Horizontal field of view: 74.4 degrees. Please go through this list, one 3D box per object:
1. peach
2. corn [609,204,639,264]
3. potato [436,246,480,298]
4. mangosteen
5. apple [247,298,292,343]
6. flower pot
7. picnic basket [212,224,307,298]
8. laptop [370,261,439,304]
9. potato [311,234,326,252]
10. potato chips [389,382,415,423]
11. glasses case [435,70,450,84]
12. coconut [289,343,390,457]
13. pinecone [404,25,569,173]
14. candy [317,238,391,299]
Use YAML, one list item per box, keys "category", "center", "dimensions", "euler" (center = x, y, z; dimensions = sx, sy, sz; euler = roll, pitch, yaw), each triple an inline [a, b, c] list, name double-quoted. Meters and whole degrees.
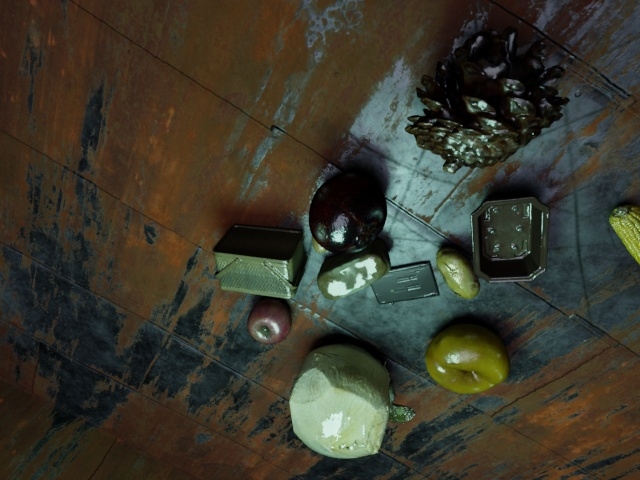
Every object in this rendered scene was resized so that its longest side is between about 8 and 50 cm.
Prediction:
- category: "peach"
  center: [0.455, 0.370, 1.305]
  dimensions: [0.251, 0.153, 0.251]
  euler: [12, 127, 16]
- category: "corn"
  center: [0.775, -0.005, 1.021]
  dimensions: [0.072, 0.072, 0.203]
  euler: [-33, 110, 30]
- category: "potato"
  center: [0.381, 0.093, 1.172]
  dimensions: [0.080, 0.107, 0.171]
  euler: [-37, 113, -13]
- category: "mangosteen"
  center: [0.065, -0.080, 1.098]
  dimensions: [0.216, 0.216, 0.216]
  euler: [7, 124, 11]
- category: "apple"
  center: [-0.169, 0.270, 1.426]
  dimensions: [0.153, 0.120, 0.154]
  euler: [6, 118, 12]
- category: "flower pot"
  center: [0.481, -0.015, 1.085]
  dimensions: [0.178, 0.084, 0.251]
  euler: [-5, 122, 17]
- category: "picnic basket"
  center: [-0.178, 0.059, 1.263]
  dimensions: [0.266, 0.165, 0.139]
  euler: [6, 124, 12]
- category: "laptop"
  center: [0.251, 0.136, 1.286]
  dimensions: [0.197, 0.016, 0.135]
  euler: [-13, 119, 22]
- category: "potato"
  center: [0.000, 0.000, 1.251]
  dimensions: [0.051, 0.040, 0.083]
  euler: [13, 124, 22]
- category: "potato chips"
  center: [0.246, 0.618, 1.597]
  dimensions: [0.220, 0.029, 0.202]
  euler: [44, 123, -11]
- category: "glasses case"
  center: [0.276, -0.346, 0.962]
  dimensions: [0.033, 0.023, 0.083]
  euler: [-6, 125, -4]
- category: "coconut"
  center: [0.063, 0.544, 1.394]
  dimensions: [0.346, 0.360, 0.347]
  euler: [7, 122, 12]
- category: "pinecone"
  center: [0.327, -0.277, 0.847]
  dimensions: [0.296, 0.298, 0.242]
  euler: [-40, 80, 14]
- category: "candy"
  center: [0.095, 0.086, 1.242]
  dimensions: [0.233, 0.104, 0.102]
  euler: [-26, 113, 28]
